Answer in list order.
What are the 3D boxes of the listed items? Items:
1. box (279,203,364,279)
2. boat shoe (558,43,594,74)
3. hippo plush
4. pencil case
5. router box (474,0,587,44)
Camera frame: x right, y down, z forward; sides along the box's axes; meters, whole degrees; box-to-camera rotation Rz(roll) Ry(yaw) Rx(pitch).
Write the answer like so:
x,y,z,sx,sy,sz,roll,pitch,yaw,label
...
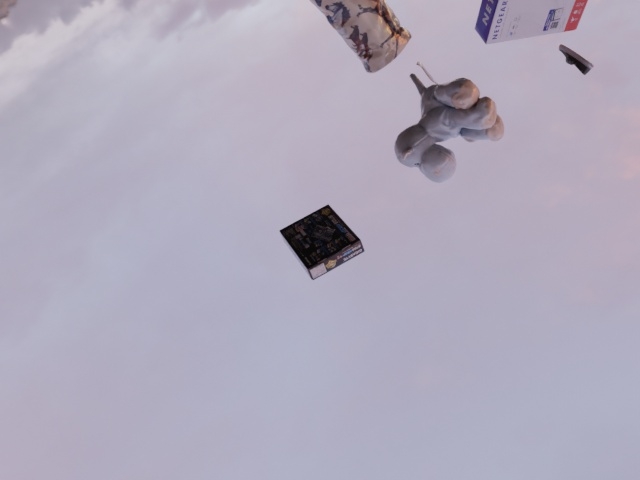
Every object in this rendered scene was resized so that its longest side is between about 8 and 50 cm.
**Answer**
x,y,z,sx,sy,sz,roll,pitch,yaw,label
0.000,0.000,1.844,0.175,0.051,0.220,-29,-139,-9,box
0.788,-0.565,1.960,0.040,0.049,0.142,-57,-133,26,boat shoe
0.301,-0.287,1.627,0.236,0.294,0.234,-53,180,-2,hippo plush
0.076,-0.641,1.729,0.184,0.410,0.159,-12,-135,47,pencil case
0.611,-0.722,1.730,0.302,0.335,0.082,-13,-125,-11,router box
